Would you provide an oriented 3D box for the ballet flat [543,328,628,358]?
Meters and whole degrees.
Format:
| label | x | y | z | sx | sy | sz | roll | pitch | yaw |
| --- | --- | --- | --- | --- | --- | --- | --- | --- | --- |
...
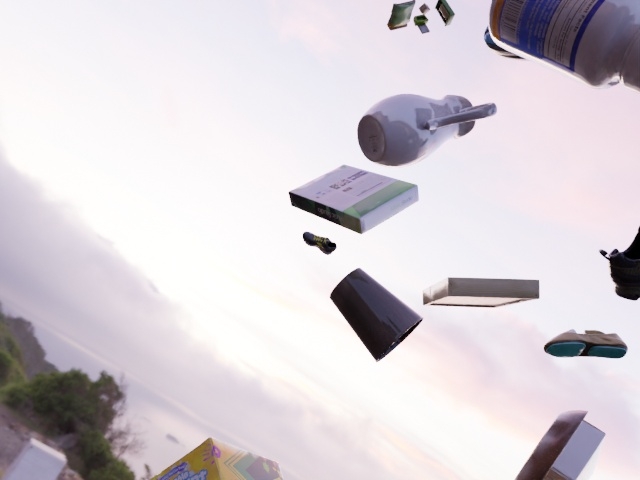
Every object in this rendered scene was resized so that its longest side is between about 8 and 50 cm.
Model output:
| label | x | y | z | sx | sy | sz | roll | pitch | yaw |
| --- | --- | --- | --- | --- | --- | --- | --- | --- | --- |
| ballet flat | 0.690 | 0.270 | 1.474 | 0.232 | 0.073 | 0.080 | 6 | -47 | -8 |

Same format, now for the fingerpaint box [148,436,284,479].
| label | x | y | z | sx | sy | sz | roll | pitch | yaw |
| --- | --- | --- | --- | --- | --- | --- | --- | --- | --- |
| fingerpaint box | -0.366 | 0.800 | 1.626 | 0.371 | 0.444 | 0.163 | 48 | 9 | -48 |

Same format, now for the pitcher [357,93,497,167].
| label | x | y | z | sx | sy | sz | roll | pitch | yaw |
| --- | --- | --- | --- | --- | --- | --- | --- | --- | --- |
| pitcher | 0.184 | -0.202 | 0.973 | 0.177 | 0.207 | 0.126 | 1 | -72 | 62 |

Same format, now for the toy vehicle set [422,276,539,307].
| label | x | y | z | sx | sy | sz | roll | pitch | yaw |
| --- | --- | --- | --- | --- | --- | --- | --- | --- | --- |
| toy vehicle set | 0.312 | 0.108 | 1.128 | 0.165 | 0.035 | 0.267 | 2 | -10 | 0 |

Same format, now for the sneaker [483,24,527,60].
| label | x | y | z | sx | sy | sz | roll | pitch | yaw |
| --- | --- | --- | --- | --- | --- | --- | --- | --- | --- |
| sneaker | 0.485 | -0.367 | 1.058 | 0.340 | 0.125 | 0.140 | 5 | -21 | 16 |

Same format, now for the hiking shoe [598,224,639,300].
| label | x | y | z | sx | sy | sz | roll | pitch | yaw |
| --- | --- | --- | --- | --- | --- | --- | --- | --- | --- |
| hiking shoe | 0.581 | 0.008 | 0.910 | 0.114 | 0.226 | 0.086 | 58 | 10 | -19 |

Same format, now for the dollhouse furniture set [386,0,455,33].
| label | x | y | z | sx | sy | sz | roll | pitch | yaw |
| --- | --- | --- | --- | --- | --- | --- | --- | --- | --- |
| dollhouse furniture set | 0.239 | -0.533 | 1.338 | 0.076 | 0.151 | 0.059 | 113 | -44 | -66 |

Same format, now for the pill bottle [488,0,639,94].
| label | x | y | z | sx | sy | sz | roll | pitch | yaw |
| --- | --- | --- | --- | --- | --- | --- | --- | --- | --- |
| pill bottle | 0.402 | -0.321 | 0.837 | 0.272 | 0.152 | 0.152 | 45 | -8 | 38 |

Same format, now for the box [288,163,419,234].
| label | x | y | z | sx | sy | sz | roll | pitch | yaw |
| --- | --- | --- | --- | --- | --- | --- | --- | --- | --- |
| box | 0.092 | -0.129 | 1.624 | 0.322 | 0.232 | 0.059 | 24 | -45 | 48 |

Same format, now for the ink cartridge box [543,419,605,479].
| label | x | y | z | sx | sy | sz | roll | pitch | yaw |
| --- | --- | --- | --- | --- | --- | --- | --- | --- | --- |
| ink cartridge box | 0.583 | 0.537 | 1.322 | 0.093 | 0.154 | 0.213 | 27 | -36 | 38 |

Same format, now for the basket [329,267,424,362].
| label | x | y | z | sx | sy | sz | roll | pitch | yaw |
| --- | --- | --- | --- | --- | --- | --- | --- | --- | --- |
| basket | 0.147 | 0.198 | 1.572 | 0.227 | 0.204 | 0.154 | 46 | -44 | 18 |

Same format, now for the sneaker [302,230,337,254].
| label | x | y | z | sx | sy | sz | roll | pitch | yaw |
| --- | --- | --- | --- | --- | --- | --- | --- | --- | --- |
| sneaker | 0.000 | 0.000 | 1.180 | 0.083 | 0.031 | 0.035 | 28 | -37 | -27 |

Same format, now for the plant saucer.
| label | x | y | z | sx | sy | sz | roll | pitch | yaw |
| --- | --- | --- | --- | --- | --- | --- | --- | --- | --- |
| plant saucer | 0.377 | 0.357 | 0.933 | 0.036 | 0.198 | 0.199 | 35 | -16 | 29 |
